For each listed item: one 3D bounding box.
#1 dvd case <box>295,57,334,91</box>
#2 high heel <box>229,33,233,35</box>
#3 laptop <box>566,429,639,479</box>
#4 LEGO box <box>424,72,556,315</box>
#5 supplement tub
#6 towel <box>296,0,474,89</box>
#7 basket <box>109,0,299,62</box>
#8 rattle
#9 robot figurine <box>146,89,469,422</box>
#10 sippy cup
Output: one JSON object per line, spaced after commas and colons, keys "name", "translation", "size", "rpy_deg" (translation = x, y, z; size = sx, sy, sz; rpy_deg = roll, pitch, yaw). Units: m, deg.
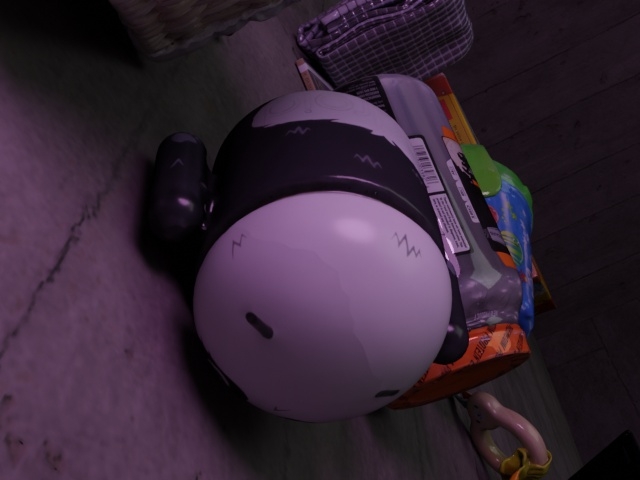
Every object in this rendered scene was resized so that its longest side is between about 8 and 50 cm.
{"name": "dvd case", "translation": [0.032, -0.179, 1.253], "size": [0.221, 0.018, 0.164], "rpy_deg": [68, 15, 13]}
{"name": "high heel", "translation": [-0.147, -0.348, 0.855], "size": [0.244, 0.082, 0.117], "rpy_deg": [57, -17, 22]}
{"name": "laptop", "translation": [0.537, 0.613, 1.277], "size": [0.236, 0.408, 0.382], "rpy_deg": [19, 35, -20]}
{"name": "LEGO box", "translation": [0.328, -0.065, 1.733], "size": [0.372, 0.193, 0.501], "rpy_deg": [34, 34, -63]}
{"name": "supplement tub", "translation": [0.087, 0.002, 0.801], "size": [0.193, 0.193, 0.316], "rpy_deg": [32, 35, -63]}
{"name": "towel", "translation": [0.124, -0.356, 1.341], "size": [0.121, 0.283, 0.235], "rpy_deg": [66, 12, 19]}
{"name": "basket", "translation": [-0.061, -0.340, 0.487], "size": [0.332, 0.328, 0.266], "rpy_deg": [64, 1, -6]}
{"name": "rattle", "translation": [0.227, 0.295, 1.116], "size": [0.200, 0.142, 0.130], "rpy_deg": [51, -19, 7]}
{"name": "robot figurine", "translation": [-0.003, 0.001, 0.551], "size": [0.278, 0.209, 0.174], "rpy_deg": [-94, 176, -56]}
{"name": "sippy cup", "translation": [0.181, 0.041, 1.008], "size": [0.305, 0.240, 0.224], "rpy_deg": [47, 28, -33]}
